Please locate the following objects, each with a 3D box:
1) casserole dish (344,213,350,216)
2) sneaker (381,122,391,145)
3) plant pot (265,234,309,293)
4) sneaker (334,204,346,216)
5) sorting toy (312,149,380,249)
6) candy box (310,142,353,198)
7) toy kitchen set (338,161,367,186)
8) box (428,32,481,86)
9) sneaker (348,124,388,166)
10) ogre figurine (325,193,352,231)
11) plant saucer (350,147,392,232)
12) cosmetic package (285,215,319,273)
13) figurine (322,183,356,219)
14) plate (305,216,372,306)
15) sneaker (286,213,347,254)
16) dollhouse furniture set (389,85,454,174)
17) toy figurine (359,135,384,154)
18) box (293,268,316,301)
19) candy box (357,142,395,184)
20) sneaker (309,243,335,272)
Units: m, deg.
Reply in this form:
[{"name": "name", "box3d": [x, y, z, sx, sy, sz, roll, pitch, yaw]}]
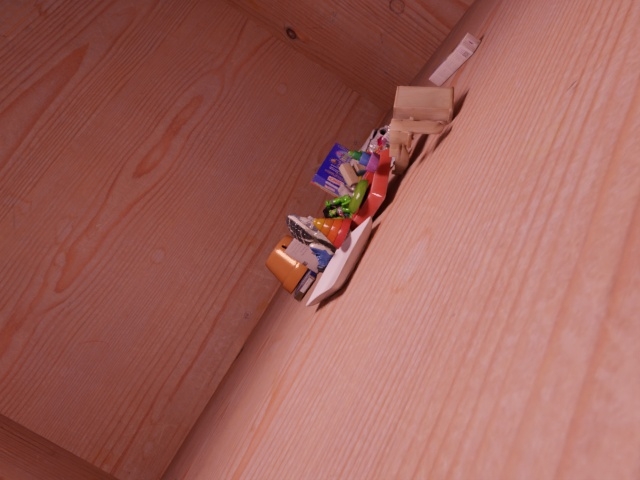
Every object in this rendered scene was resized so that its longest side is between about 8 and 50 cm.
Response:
[{"name": "casserole dish", "box3d": [0.162, -0.160, 2.027, 0.114, 0.037, 0.188, -57, 4, 5]}, {"name": "sneaker", "box3d": [0.375, -0.532, 2.027, 0.104, 0.095, 0.236, -51, 2, -16]}, {"name": "plant pot", "box3d": [-0.154, 0.108, 2.237, 0.290, 0.204, 0.291, -56, -2, -3]}, {"name": "sneaker", "box3d": [0.106, -0.132, 2.326, 0.209, 0.069, 0.082, -87, -4, -63]}, {"name": "sorting toy", "box3d": [0.076, -0.148, 1.449, 0.127, 0.126, 0.365, -73, 5, -65]}, {"name": "candy box", "box3d": [0.131, -0.444, 2.771, 0.317, 0.268, 0.122, -60, 2, -31]}, {"name": "toy kitchen set", "box3d": [0.183, -0.310, 2.187, 0.207, 0.122, 0.166, -13, -22, -31]}, {"name": "box", "box3d": [0.551, -0.745, 1.765, 0.063, 0.067, 0.324, -57, 4, -6]}, {"name": "sneaker", "box3d": [0.288, -0.522, 2.481, 0.365, 0.137, 0.210, -56, 1, -29]}, {"name": "ogre figurine", "box3d": [0.102, -0.123, 1.843, 0.118, 0.097, 0.197, -34, 34, 14]}, {"name": "plant saucer", "box3d": [0.173, -0.172, 1.511, 0.258, 0.048, 0.259, 119, 170, -53]}, {"name": "cosmetic package", "box3d": [-0.033, 0.020, 1.921, 0.151, 0.184, 0.151, -59, 5, -35]}, {"name": "figurine", "box3d": [0.101, -0.159, 1.996, 0.214, 0.092, 0.209, -55, 13, 15]}, {"name": "plate", "box3d": [0.068, 0.081, 1.373, 0.277, 0.045, 0.278, -58, 5, -28]}, {"name": "sneaker", "box3d": [-0.015, -0.040, 1.776, 0.122, 0.283, 0.110, -47, -22, -33]}, {"name": "dollhouse furniture set", "box3d": [0.327, -0.314, 1.398, 0.355, 0.174, 0.303, 78, -158, -54]}, {"name": "toy figurine", "box3d": [0.319, -0.490, 2.271, 0.159, 0.130, 0.173, -48, 27, -2]}, {"name": "box", "box3d": [-0.061, 0.186, 2.008, 0.136, 0.037, 0.225, -55, 5, 18]}, {"name": "candy box", "box3d": [0.252, -0.308, 1.878, 0.233, 0.071, 0.159, -56, 5, 22]}, {"name": "sneaker", "box3d": [0.007, 0.072, 1.534, 0.058, 0.152, 0.084, 12, 75, 44]}]
